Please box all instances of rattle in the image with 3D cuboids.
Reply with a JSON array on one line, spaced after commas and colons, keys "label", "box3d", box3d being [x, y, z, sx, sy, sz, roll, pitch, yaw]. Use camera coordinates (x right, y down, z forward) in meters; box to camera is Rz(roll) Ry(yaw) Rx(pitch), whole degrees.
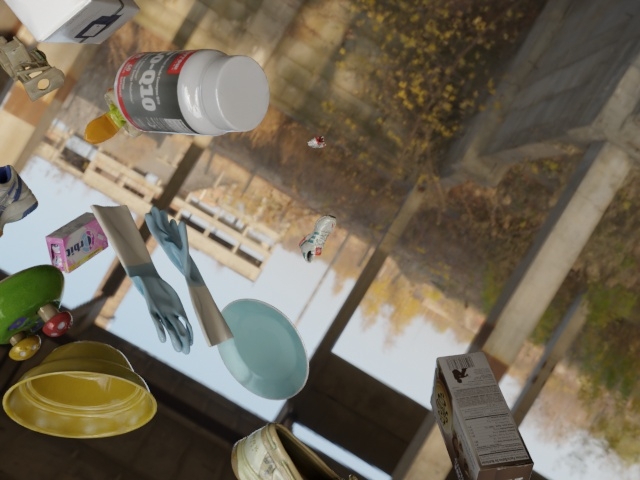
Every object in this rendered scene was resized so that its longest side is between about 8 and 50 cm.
[{"label": "rattle", "box3d": [-0.532, -0.303, 1.686, 0.200, 0.143, 0.130, 39, 173, 39]}]

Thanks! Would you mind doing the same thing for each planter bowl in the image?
[{"label": "planter bowl", "box3d": [-0.357, 0.215, 1.037, 0.217, 0.217, 0.090, 29, -141, -36]}]

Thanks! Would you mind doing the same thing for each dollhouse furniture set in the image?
[{"label": "dollhouse furniture set", "box3d": [-0.742, -0.472, 1.693, 0.182, 0.101, 0.161, 43, 158, 28]}]

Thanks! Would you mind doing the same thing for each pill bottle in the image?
[{"label": "pill bottle", "box3d": [-0.247, -0.283, 1.303, 0.283, 0.161, 0.161, 9, 168, 37]}]

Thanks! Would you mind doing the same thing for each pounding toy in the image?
[{"label": "pounding toy", "box3d": [-0.511, 0.148, 1.142, 0.110, 0.183, 0.237, 48, -139, 11]}]

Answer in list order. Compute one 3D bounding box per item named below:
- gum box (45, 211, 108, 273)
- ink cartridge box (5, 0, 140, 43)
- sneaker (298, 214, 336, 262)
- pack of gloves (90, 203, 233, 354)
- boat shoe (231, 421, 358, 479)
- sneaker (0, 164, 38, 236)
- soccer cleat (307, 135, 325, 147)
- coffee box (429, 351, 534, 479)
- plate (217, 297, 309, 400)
[{"label": "gum box", "box3d": [-0.690, 0.006, 1.932, 0.062, 0.107, 0.188, 8, -152, 20]}, {"label": "ink cartridge box", "box3d": [-0.380, -0.382, 0.987, 0.172, 0.100, 0.237, 54, -170, -12]}, {"label": "sneaker", "box3d": [0.000, 0.000, 1.890, 0.057, 0.161, 0.075, 15, -136, -33]}, {"label": "pack of gloves", "box3d": [-0.201, 0.042, 0.955, 0.232, 0.046, 0.195, 61, -166, 6]}, {"label": "boat shoe", "box3d": [-0.004, 0.378, 1.015, 0.285, 0.089, 0.104, 42, -158, -21]}, {"label": "sneaker", "box3d": [-0.751, -0.065, 1.496, 0.296, 0.112, 0.130, -73, -34, -59]}, {"label": "soccer cleat", "box3d": [-0.010, -0.252, 1.751, 0.083, 0.036, 0.029, -27, -80, -76]}, {"label": "coffee box", "box3d": [0.343, 0.414, 1.492, 0.119, 0.168, 0.297, -6, -140, -7]}, {"label": "plate", "box3d": [-0.095, 0.179, 1.137, 0.188, 0.188, 0.024, 31, -148, 17]}]
